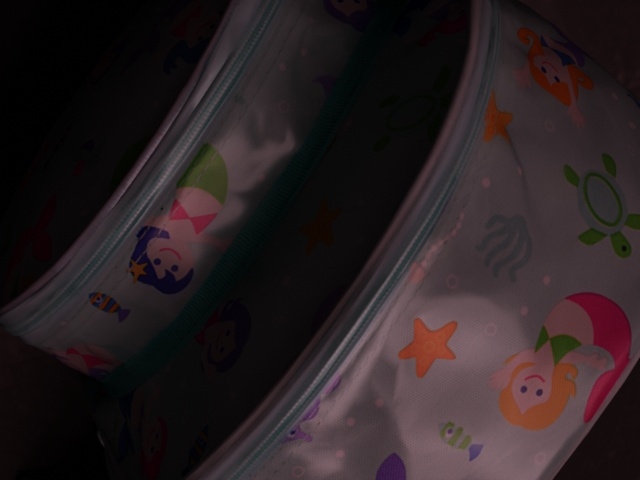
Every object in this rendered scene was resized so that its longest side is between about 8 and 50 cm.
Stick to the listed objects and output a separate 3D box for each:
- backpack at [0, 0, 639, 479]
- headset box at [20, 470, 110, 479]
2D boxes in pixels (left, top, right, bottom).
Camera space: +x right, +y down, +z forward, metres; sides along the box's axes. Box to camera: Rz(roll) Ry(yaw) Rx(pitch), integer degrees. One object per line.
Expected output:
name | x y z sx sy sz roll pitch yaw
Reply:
backpack | 0.000 0.000 0.508 0.191 0.253 0.225 34 95 -25
headset box | -0.049 0.225 0.712 0.293 0.110 0.218 1 116 -38
